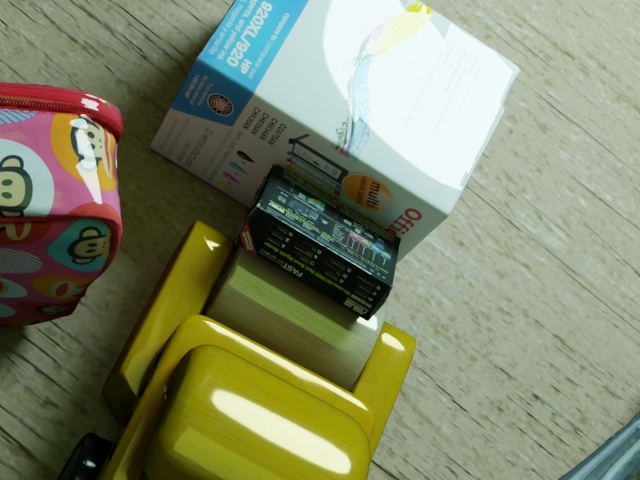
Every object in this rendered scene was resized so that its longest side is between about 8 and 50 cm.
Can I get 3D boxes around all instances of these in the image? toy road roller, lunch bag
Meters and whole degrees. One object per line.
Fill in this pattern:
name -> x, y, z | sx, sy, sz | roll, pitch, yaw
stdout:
toy road roller -> -0.046, 0.128, 0.956 | 0.202, 0.240, 0.329 | 29, 62, -9
lunch bag -> -0.280, -0.016, 0.894 | 0.258, 0.293, 0.120 | 2, 74, -21

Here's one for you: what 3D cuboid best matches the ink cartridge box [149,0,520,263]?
ink cartridge box -> 0.011, -0.110, 1.112 | 0.232, 0.171, 0.168 | 32, 62, -7

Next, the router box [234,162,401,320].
router box -> 0.000, 0.000, 1.024 | 0.122, 0.038, 0.092 | 31, 25, -6

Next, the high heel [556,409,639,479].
high heel -> 0.290, 0.287, 1.137 | 0.186, 0.093, 0.261 | -40, 101, -7
